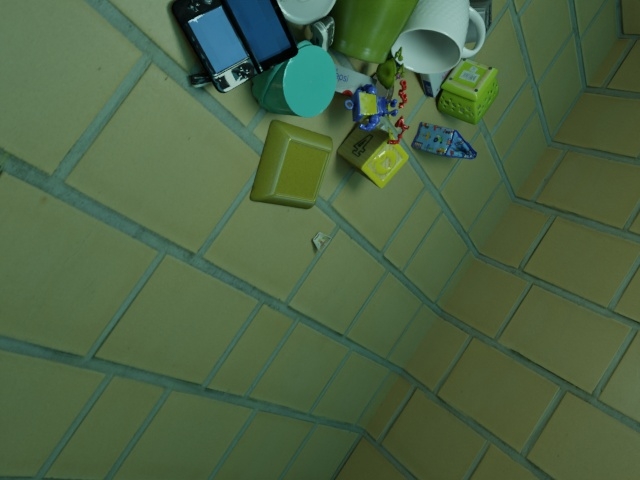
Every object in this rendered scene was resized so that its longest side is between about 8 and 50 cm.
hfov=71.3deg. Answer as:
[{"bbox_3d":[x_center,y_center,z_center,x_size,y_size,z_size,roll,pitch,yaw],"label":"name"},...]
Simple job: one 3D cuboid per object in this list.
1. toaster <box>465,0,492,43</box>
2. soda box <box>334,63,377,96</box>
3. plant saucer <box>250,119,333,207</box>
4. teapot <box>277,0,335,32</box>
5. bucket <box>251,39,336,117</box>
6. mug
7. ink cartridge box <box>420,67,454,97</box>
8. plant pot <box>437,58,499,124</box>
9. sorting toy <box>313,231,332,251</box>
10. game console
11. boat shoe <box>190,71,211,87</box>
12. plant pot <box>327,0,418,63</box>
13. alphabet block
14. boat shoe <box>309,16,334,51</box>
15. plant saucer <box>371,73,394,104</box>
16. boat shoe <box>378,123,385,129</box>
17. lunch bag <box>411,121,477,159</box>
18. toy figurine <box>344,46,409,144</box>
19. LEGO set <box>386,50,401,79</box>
[{"bbox_3d":[0.743,-1.058,2.123,0.168,0.110,0.185,-57,144,-37],"label":"toaster"},{"bbox_3d":[0.095,-0.639,1.796,0.287,0.091,0.097,0,112,-43],"label":"soda box"},{"bbox_3d":[-0.093,-0.288,1.822,0.333,0.081,0.332,5,108,-43],"label":"plant saucer"},{"bbox_3d":[-0.065,-0.854,1.477,0.253,0.187,0.256,15,128,-27],"label":"teapot"},{"bbox_3d":[-0.090,-0.575,1.592,0.281,0.183,0.280,-21,124,-35],"label":"bucket"},{"bbox_3d":[0.493,-0.870,1.782,0.375,0.276,0.327,18,78,-15],"label":"mug"},{"bbox_3d":[0.570,-0.888,2.062,0.330,0.072,0.324,-56,152,-2],"label":"ink cartridge box"},{"bbox_3d":[0.725,-0.743,2.184,0.227,0.228,0.207,-54,156,-8],"label":"plant pot"},{"bbox_3d":[0.000,0.000,2.094,0.083,0.045,0.075,-51,129,-9],"label":"sorting toy"},{"bbox_3d":[-0.257,-0.642,1.360,0.250,0.173,0.293,-38,115,-21],"label":"game console"},{"bbox_3d":[-0.365,-0.538,1.462,0.125,0.046,0.038,-25,132,-21],"label":"boat shoe"},{"bbox_3d":[0.175,-0.847,1.606,0.367,0.366,0.352,-9,130,-40],"label":"plant pot"},{"bbox_3d":[0.230,-0.380,1.961,0.193,0.197,0.192,-50,137,7],"label":"alphabet block"},{"bbox_3d":[0.014,-0.711,1.567,0.070,0.219,0.077,-38,96,-3],"label":"boat shoe"},{"bbox_3d":[0.261,-0.666,1.982,0.169,0.029,0.168,-21,126,-33],"label":"plant saucer"},{"bbox_3d":[0.266,-0.501,2.072,0.100,0.035,0.035,-46,133,-23],"label":"boat shoe"},{"bbox_3d":[0.654,-0.486,2.301,0.293,0.221,0.138,10,104,-45],"label":"lunch bag"},{"bbox_3d":[0.200,-0.557,1.725,0.218,0.191,0.361,-2,84,-11],"label":"toy figurine"},{"bbox_3d":[0.341,-0.809,1.930,0.087,0.093,0.227,-42,134,-19],"label":"LEGO set"}]
